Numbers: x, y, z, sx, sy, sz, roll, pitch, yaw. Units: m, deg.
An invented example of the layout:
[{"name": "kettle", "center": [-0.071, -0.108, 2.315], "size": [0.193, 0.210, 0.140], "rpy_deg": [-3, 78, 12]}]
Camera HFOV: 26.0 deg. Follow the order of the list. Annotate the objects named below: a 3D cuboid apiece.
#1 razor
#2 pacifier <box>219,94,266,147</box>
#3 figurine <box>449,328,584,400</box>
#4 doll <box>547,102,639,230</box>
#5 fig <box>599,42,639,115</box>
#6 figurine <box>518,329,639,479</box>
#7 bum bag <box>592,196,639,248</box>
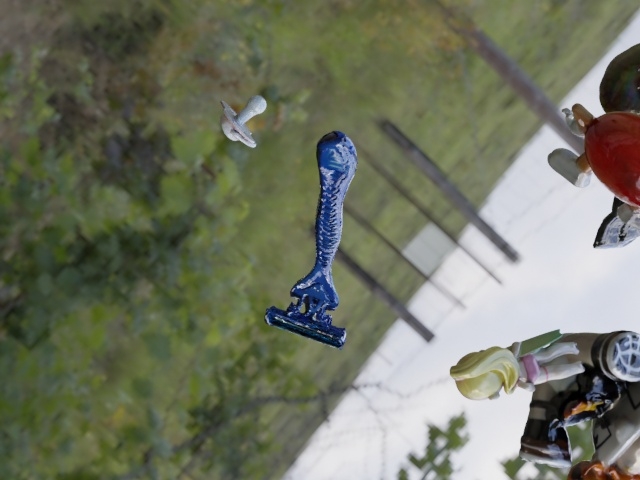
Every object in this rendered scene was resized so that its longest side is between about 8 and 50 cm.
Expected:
[{"name": "razor", "center": [0.004, -0.009, 1.425], "size": [0.324, 0.093, 0.056], "rpy_deg": [100, 10, -51]}, {"name": "pacifier", "center": [-0.111, -0.185, 2.087], "size": [0.078, 0.081, 0.099], "rpy_deg": [-43, -157, 7]}, {"name": "figurine", "center": [0.249, 0.160, 1.770], "size": [0.187, 0.083, 0.083], "rpy_deg": [-7, 177, -13]}, {"name": "doll", "center": [0.330, -0.084, 1.483], "size": [0.085, 0.183, 0.217], "rpy_deg": [-50, 172, -11]}, {"name": "fig", "center": [0.489, -0.222, 2.075], "size": [0.149, 0.149, 0.245], "rpy_deg": [-47, 174, 8]}, {"name": "figurine", "center": [0.461, 0.239, 1.957], "size": [0.320, 0.323, 0.196], "rpy_deg": [-54, -153, 31]}, {"name": "bum bag", "center": [0.521, -0.081, 2.199], "size": [0.137, 0.074, 0.310], "rpy_deg": [-22, 153, -17]}]
